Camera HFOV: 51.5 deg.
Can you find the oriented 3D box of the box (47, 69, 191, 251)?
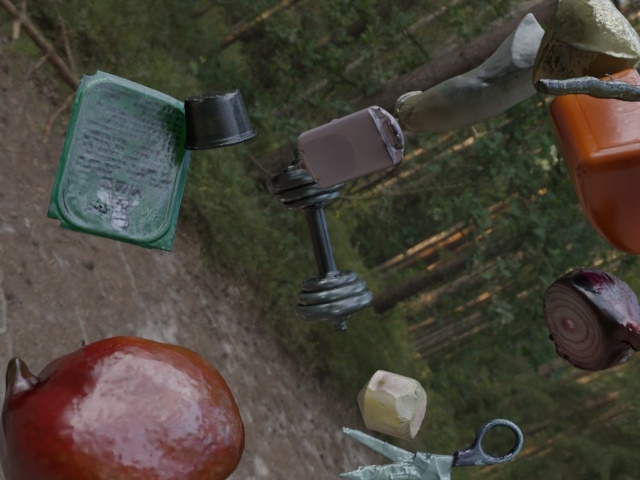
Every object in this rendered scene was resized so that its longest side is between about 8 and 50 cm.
[{"bbox_3d":[-0.421,-0.162,1.410,0.264,0.106,0.337,16,80,-31],"label":"box"}]

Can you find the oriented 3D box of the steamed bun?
[{"bbox_3d":[0.496,-0.374,1.313,0.110,0.212,0.231,-3,52,-28],"label":"steamed bun"}]

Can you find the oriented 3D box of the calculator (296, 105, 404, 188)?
[{"bbox_3d":[0.043,-0.141,1.021,0.100,0.174,0.032,61,28,-25],"label":"calculator"}]

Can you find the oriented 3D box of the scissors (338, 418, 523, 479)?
[{"bbox_3d":[0.224,0.468,1.369,0.029,0.383,0.256,109,-6,-78],"label":"scissors"}]

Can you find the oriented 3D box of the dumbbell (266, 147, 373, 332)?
[{"bbox_3d":[0.000,0.000,1.423,0.179,0.179,0.407,-34,111,-76],"label":"dumbbell"}]

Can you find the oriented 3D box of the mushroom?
[{"bbox_3d":[0.360,-0.356,1.572,0.126,0.397,0.177,38,29,-52],"label":"mushroom"}]

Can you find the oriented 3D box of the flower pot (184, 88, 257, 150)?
[{"bbox_3d":[-0.217,-0.257,1.387,0.157,0.157,0.107,-76,159,-71],"label":"flower pot"}]

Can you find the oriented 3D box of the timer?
[{"bbox_3d":[0.535,-0.134,1.217,0.258,0.161,0.250,-89,158,-45],"label":"timer"}]

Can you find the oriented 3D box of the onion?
[{"bbox_3d":[0.521,0.146,1.200,0.218,0.139,0.195,11,-67,65],"label":"onion"}]

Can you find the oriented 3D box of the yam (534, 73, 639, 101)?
[{"bbox_3d":[0.347,-0.190,0.826,0.234,0.029,0.027,-6,88,-35],"label":"yam"}]

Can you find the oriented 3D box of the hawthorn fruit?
[{"bbox_3d":[-0.251,0.269,0.863,0.311,0.295,0.295,10,47,-46],"label":"hawthorn fruit"}]

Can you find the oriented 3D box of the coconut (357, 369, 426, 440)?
[{"bbox_3d":[0.161,0.383,1.553,0.147,0.152,0.147,-31,127,-53],"label":"coconut"}]
